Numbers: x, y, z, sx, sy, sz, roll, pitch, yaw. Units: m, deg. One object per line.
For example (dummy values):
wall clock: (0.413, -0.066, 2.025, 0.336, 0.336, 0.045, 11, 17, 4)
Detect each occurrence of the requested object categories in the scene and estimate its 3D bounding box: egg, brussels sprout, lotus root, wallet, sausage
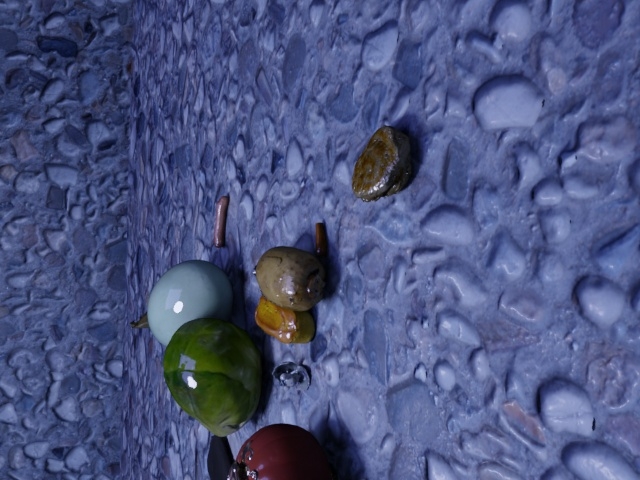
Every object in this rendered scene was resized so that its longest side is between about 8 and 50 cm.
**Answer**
egg: (-0.437, 0.220, 2.271, 0.389, 0.276, 0.276, -53, 45, 41)
brussels sprout: (-0.320, 0.414, 2.049, 0.290, 0.281, 0.354, -3, 114, 28)
lotus root: (-0.085, 0.098, 1.782, 0.284, 0.146, 0.160, 12, 74, 53)
wallet: (-0.315, 0.841, 2.258, 0.377, 0.051, 0.197, 61, 141, 45)
sausage: (-0.351, -0.066, 2.372, 0.043, 0.043, 0.186, 26, 111, 59)

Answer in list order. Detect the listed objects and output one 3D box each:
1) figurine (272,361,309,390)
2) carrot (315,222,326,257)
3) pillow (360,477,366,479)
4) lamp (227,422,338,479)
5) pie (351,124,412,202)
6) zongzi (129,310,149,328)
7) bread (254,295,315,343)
figurine: (-0.083, 0.370, 1.825, 0.082, 0.086, 0.094, 61, 139, 40)
carrot: (0.000, 0.000, 1.751, 0.032, 0.032, 0.093, -33, 55, 56)
pillow: (0.010, 0.604, 1.484, 0.078, 0.254, 0.144, 128, 139, -51)
lamp: (-0.094, 0.601, 1.649, 0.303, 0.257, 0.302, -174, 90, -70)
pie: (0.133, -0.167, 1.472, 0.193, 0.079, 0.163, -13, 73, 62)
zongzi: (-0.601, 0.226, 2.556, 0.260, 0.289, 0.122, -130, 36, -49)
bread: (-0.105, 0.215, 1.869, 0.245, 0.094, 0.102, 23, 103, 59)
